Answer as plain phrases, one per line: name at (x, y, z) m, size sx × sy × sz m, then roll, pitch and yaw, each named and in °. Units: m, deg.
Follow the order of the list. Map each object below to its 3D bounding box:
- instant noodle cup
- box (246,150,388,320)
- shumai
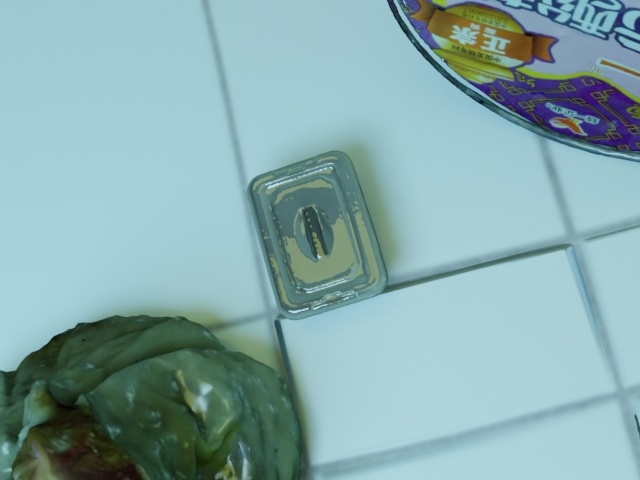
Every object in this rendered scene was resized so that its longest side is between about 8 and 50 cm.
instant noodle cup at (0.241, -0.249, 0.707) m, size 0.339 × 0.340 × 0.266 m, roll 18°, pitch 72°, yaw 14°
box at (0.000, 0.000, 0.810) m, size 0.089 × 0.062 × 0.122 m, roll -18°, pitch 75°, yaw 5°
shumai at (-0.183, 0.182, 0.694) m, size 0.304 × 0.263 × 0.309 m, roll 14°, pitch 79°, yaw 11°
